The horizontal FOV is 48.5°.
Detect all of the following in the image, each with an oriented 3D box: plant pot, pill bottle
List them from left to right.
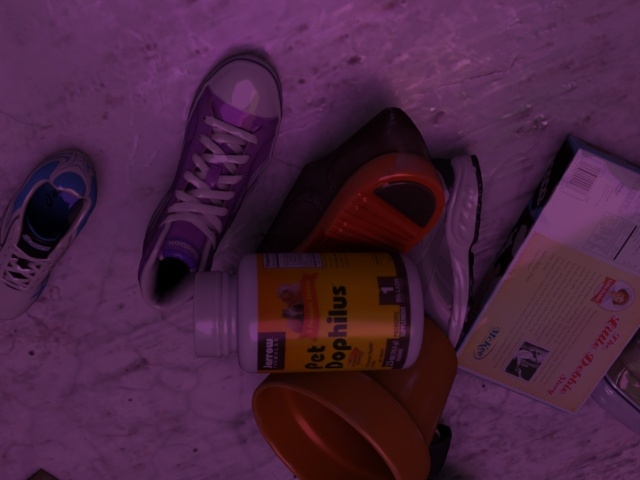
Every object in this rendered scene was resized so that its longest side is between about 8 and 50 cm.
[{"bbox_3d":[-0.014,0.070,0.699,0.214,0.117,0.117,-1,118,-6],"label":"pill bottle"},{"bbox_3d":[0.058,0.178,0.815,0.205,0.188,0.205,27,140,25],"label":"plant pot"}]

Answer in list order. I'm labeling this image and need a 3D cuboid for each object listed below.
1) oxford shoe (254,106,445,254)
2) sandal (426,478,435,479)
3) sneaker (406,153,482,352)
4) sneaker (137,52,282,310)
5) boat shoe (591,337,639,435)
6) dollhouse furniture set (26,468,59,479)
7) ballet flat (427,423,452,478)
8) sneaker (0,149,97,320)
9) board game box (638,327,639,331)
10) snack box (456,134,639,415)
[{"bbox_3d":[0.000,0.000,0.814,0.129,0.133,0.363,24,132,-31],"label":"oxford shoe"},{"bbox_3d":[0.125,0.368,1.022,0.254,0.097,0.055,18,82,-4],"label":"sandal"},{"bbox_3d":[0.133,0.025,0.852,0.107,0.100,0.272,3,115,10],"label":"sneaker"},{"bbox_3d":[-0.114,-0.049,0.747,0.102,0.161,0.282,20,113,-13],"label":"sneaker"},{"bbox_3d":[0.494,0.239,0.972,0.302,0.109,0.094,32,129,-17],"label":"boat shoe"},{"bbox_3d":[-0.393,0.453,1.018,0.161,0.101,0.182,-39,114,15],"label":"dollhouse furniture set"},{"bbox_3d":[0.069,0.237,0.958,0.280,0.095,0.096,29,102,-29],"label":"ballet flat"},{"bbox_3d":[-0.327,0.004,0.798,0.085,0.086,0.237,28,113,-20],"label":"sneaker"},{"bbox_3d":[0.485,0.054,0.927,0.186,0.026,0.126,-41,113,16],"label":"board game box"},{"bbox_3d":[0.311,0.054,0.879,0.187,0.060,0.322,23,114,-5],"label":"snack box"}]
